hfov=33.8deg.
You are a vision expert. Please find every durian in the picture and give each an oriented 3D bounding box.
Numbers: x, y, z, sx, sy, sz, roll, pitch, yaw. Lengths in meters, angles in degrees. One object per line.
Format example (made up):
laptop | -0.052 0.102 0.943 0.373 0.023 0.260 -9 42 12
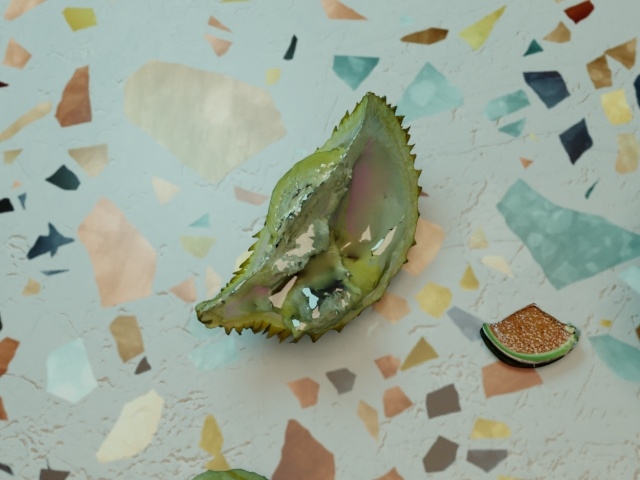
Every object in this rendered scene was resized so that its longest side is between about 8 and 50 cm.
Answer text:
durian | 0.000 0.000 1.134 0.172 0.166 0.306 43 81 10

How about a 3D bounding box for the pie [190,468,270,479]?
pie | -0.078 0.360 1.074 0.248 0.090 0.201 40 82 16

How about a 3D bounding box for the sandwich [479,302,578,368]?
sandwich | 0.234 0.108 1.166 0.101 0.026 0.069 -22 70 -7
